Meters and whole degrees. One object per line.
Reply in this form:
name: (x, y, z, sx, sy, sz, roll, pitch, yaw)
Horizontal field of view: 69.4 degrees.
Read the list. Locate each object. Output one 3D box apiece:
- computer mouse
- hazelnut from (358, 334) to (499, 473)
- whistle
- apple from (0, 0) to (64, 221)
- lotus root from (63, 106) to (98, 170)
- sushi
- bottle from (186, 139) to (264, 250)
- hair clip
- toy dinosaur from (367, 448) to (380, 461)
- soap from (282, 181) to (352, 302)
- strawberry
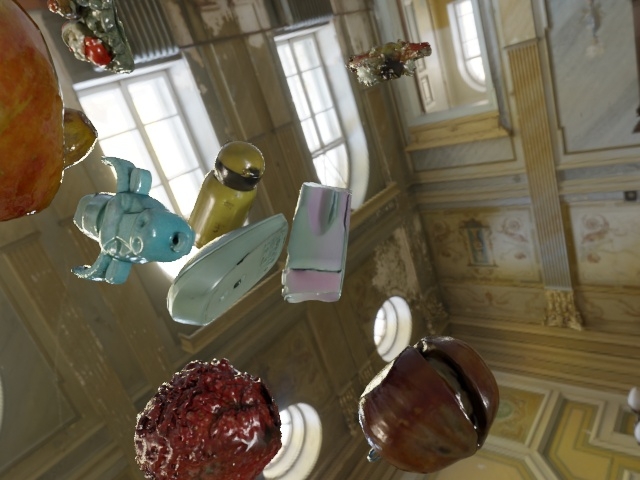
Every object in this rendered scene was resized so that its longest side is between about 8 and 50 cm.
computer mouse: (-0.176, 0.044, 0.878, 0.097, 0.160, 0.288, 32, -134, 13)
hazelnut: (0.194, 0.296, 0.830, 0.251, 0.217, 0.217, -30, -159, -15)
whistle: (-0.278, -0.023, 0.669, 0.273, 0.186, 0.093, 13, 179, 36)
apple: (-0.327, -0.113, 0.371, 0.246, 0.246, 0.226, -12, -133, 17)
lotus root: (-0.709, -0.297, 1.240, 0.179, 0.199, 0.188, -26, -138, -8)
sushi: (0.166, -0.448, 1.164, 0.225, 0.103, 0.097, -7, -176, 27)
bottle: (-0.278, -0.136, 1.389, 0.351, 0.171, 0.171, -59, 177, 31)
hair clip: (-0.349, -0.371, 0.645, 0.091, 0.321, 0.138, -34, -113, -26)
toy dinosaur: (0.255, 0.490, 1.321, 0.076, 0.147, 0.363, 34, -114, 31)
soap: (0.000, 0.000, 1.303, 0.156, 0.262, 0.446, 8, -144, 2)
strawberry: (-0.192, 0.353, 0.873, 0.220, 0.274, 0.274, -27, -172, 46)
